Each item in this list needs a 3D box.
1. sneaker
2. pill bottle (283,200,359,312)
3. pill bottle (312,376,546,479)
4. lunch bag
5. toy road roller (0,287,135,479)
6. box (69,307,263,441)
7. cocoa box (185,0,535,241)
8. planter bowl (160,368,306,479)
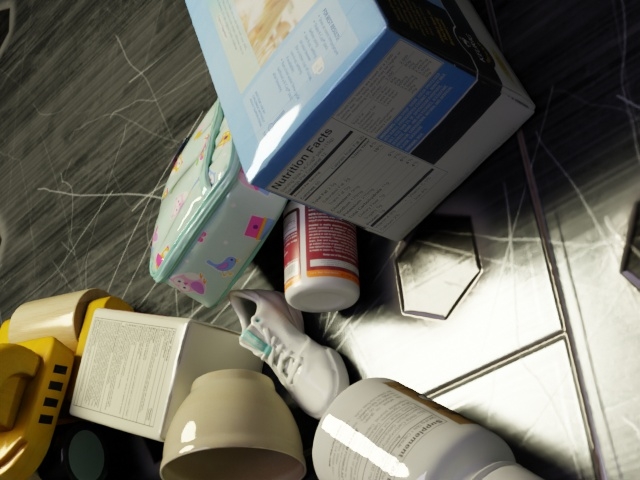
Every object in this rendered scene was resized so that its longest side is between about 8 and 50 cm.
[{"bbox_3d":[-0.047,0.128,1.280,0.080,0.094,0.212,-57,41,14],"label":"sneaker"},{"bbox_3d":[0.000,0.000,1.285,0.086,0.086,0.152,-26,56,41],"label":"pill bottle"},{"bbox_3d":[0.107,0.222,1.025,0.229,0.131,0.131,23,93,52],"label":"pill bottle"},{"bbox_3d":[-0.116,-0.074,1.376,0.224,0.108,0.279,-55,20,30],"label":"lunch bag"},{"bbox_3d":[-0.412,0.188,1.513,0.203,0.240,0.329,-13,50,27],"label":"toy road roller"},{"bbox_3d":[-0.197,0.175,1.411,0.232,0.127,0.148,2,76,50],"label":"box"},{"bbox_3d":[0.027,-0.216,1.228,0.231,0.228,0.347,-46,44,27],"label":"cocoa box"},{"bbox_3d":[-0.099,0.212,1.255,0.162,0.162,0.109,-33,49,38],"label":"planter bowl"}]
